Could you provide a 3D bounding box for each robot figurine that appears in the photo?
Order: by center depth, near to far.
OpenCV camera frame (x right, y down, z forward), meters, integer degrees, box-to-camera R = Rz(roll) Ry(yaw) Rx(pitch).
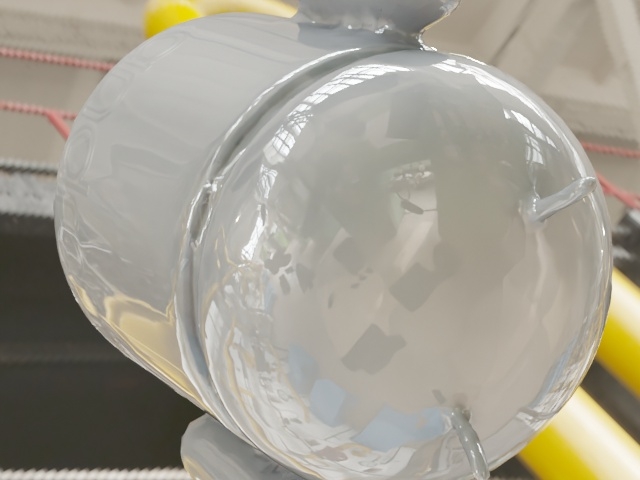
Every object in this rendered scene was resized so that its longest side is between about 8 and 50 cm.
[{"bbox_3d":[0.000,0.000,0.793,0.200,0.353,0.300,4,-80,-30],"label":"robot figurine"}]
